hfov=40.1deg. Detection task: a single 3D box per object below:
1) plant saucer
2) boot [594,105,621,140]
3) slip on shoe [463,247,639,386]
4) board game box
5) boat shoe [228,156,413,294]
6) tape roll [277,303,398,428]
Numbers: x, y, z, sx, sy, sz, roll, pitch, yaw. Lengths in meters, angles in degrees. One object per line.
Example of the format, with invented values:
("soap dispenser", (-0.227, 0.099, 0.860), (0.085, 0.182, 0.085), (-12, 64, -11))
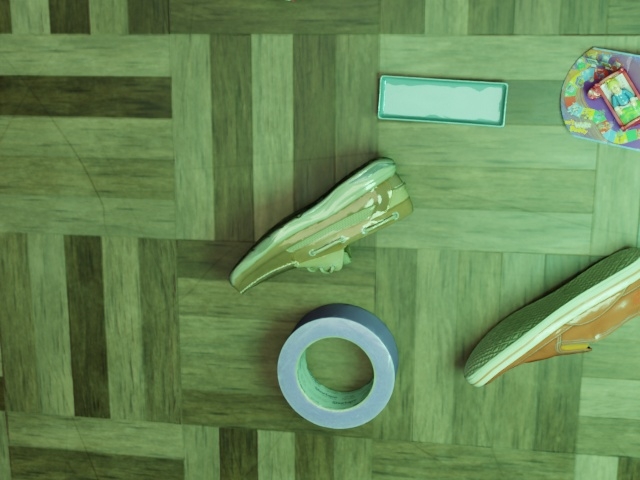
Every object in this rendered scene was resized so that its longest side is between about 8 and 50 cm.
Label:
("plant saucer", (0.185, -0.212, 1.335), (0.192, 0.018, 0.067), (5, 103, 8))
("boot", (0.447, -0.206, 1.284), (0.114, 0.037, 0.106), (-18, 97, 18))
("slip on shoe", (0.368, 0.137, 1.336), (0.331, 0.123, 0.101), (-33, 99, 10))
("board game box", (0.426, -0.204, 1.258), (0.169, 0.033, 0.133), (18, 100, 26))
("boat shoe", (0.000, 0.000, 1.364), (0.324, 0.123, 0.116), (-34, 97, 17))
("tape roll", (0.030, 0.203, 1.424), (0.189, 0.080, 0.188), (2, 103, 10))
